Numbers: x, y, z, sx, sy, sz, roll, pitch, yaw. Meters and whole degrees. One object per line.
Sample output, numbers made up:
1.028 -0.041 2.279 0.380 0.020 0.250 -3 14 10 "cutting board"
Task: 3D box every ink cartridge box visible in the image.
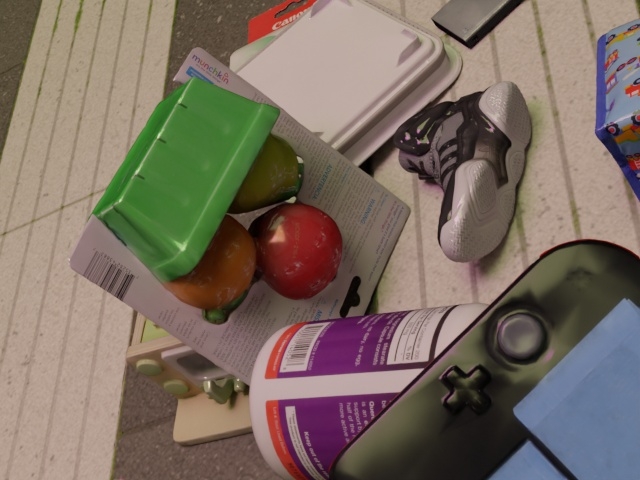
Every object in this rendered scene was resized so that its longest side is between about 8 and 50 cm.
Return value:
-0.058 -0.337 1.772 0.181 0.056 0.224 -22 47 22 "ink cartridge box"

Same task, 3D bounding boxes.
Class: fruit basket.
-0.084 -0.006 1.303 0.165 0.353 0.327 -13 45 53 "fruit basket"

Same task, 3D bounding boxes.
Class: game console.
0.245 0.226 0.932 0.342 0.060 0.386 -43 70 -1 "game console"

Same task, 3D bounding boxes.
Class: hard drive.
0.234 -0.342 1.565 0.135 0.022 0.094 -43 41 1 "hard drive"

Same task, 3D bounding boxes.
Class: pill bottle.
0.097 0.162 1.137 0.323 0.181 0.181 -9 52 33 "pill bottle"

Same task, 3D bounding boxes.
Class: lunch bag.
0.430 -0.207 1.236 0.221 0.138 0.293 -21 37 27 "lunch bag"

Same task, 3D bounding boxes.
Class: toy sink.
-0.146 0.121 1.400 0.153 0.131 0.234 -17 48 28 "toy sink"

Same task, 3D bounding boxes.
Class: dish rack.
0.001 -0.225 1.555 0.333 0.072 0.285 -43 51 -11 "dish rack"

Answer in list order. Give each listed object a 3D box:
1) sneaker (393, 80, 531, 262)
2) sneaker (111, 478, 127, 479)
0.160 -0.079 1.353 0.153 0.101 0.268 -5 48 36 "sneaker"
-0.314 0.393 1.330 0.111 0.103 0.252 22 71 45 "sneaker"
